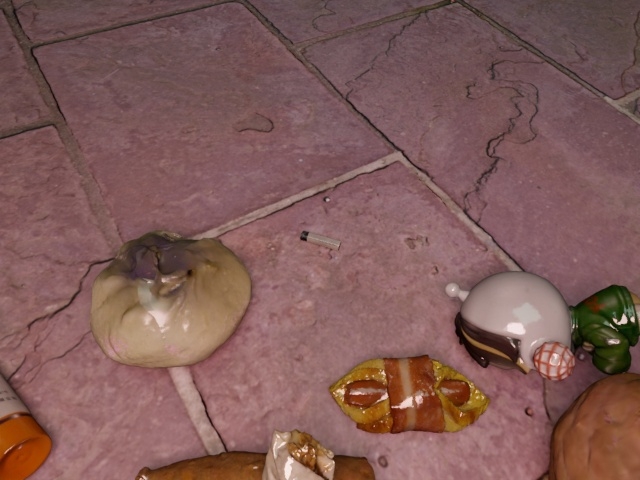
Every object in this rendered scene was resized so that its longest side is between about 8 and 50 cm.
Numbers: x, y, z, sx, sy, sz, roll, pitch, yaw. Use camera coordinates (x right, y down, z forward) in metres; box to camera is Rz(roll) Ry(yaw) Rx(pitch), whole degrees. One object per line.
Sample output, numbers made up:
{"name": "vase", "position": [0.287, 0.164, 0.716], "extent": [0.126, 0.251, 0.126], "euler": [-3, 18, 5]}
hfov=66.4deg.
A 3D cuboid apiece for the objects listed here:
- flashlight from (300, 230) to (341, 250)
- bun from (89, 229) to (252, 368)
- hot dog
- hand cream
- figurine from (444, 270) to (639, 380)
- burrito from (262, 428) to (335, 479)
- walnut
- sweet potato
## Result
{"name": "flashlight", "position": [0.000, 0.000, 1.005], "extent": [0.083, 0.018, 0.018], "euler": [16, 55, 9]}
{"name": "bun", "position": [-0.256, 0.088, 0.830], "extent": [0.272, 0.168, 0.273], "euler": [5, 46, -5]}
{"name": "hot dog", "position": [0.147, 0.244, 0.781], "extent": [0.261, 0.093, 0.123], "euler": [-2, 52, -6]}
{"name": "hand cream", "position": [-0.542, 0.242, 0.741], "extent": [0.314, 0.089, 0.139], "euler": [33, 56, 24]}
{"name": "figurine", "position": [0.389, 0.134, 0.785], "extent": [0.369, 0.168, 0.281], "euler": [0, 6, 22]}
{"name": "burrito", "position": [-0.034, 0.419, 0.552], "extent": [0.117, 0.076, 0.393], "euler": [9, 81, -14]}
{"name": "walnut", "position": [0.448, 0.346, 0.608], "extent": [0.305, 0.306, 0.344], "euler": [16, 51, 9]}
{"name": "sweet potato", "position": [-0.088, 0.350, 0.662], "extent": [0.336, 0.131, 0.131], "euler": [2, 52, -3]}
